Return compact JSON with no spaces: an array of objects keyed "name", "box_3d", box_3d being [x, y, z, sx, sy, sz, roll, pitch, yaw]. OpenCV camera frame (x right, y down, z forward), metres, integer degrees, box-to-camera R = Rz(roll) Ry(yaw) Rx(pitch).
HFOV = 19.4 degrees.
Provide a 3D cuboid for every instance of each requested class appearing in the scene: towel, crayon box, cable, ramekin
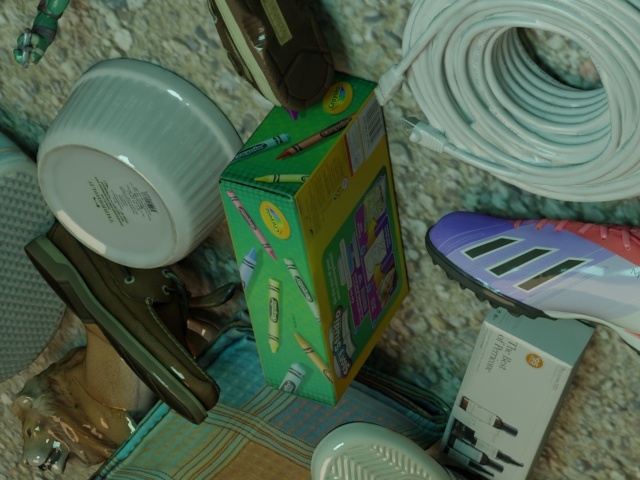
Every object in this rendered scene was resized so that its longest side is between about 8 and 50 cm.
[{"name":"towel","box_3d":[-0.064,0.235,2.039,0.271,0.040,0.370,26,132,-19]},{"name":"crayon box","box_3d":[0.000,0.000,1.752,0.081,0.165,0.278,15,139,25]},{"name":"cable","box_3d":[0.192,-0.141,1.515,0.257,0.089,0.257,31,142,5]},{"name":"ramekin","box_3d":[-0.185,-0.068,1.868,0.207,0.109,0.207,21,141,18]}]

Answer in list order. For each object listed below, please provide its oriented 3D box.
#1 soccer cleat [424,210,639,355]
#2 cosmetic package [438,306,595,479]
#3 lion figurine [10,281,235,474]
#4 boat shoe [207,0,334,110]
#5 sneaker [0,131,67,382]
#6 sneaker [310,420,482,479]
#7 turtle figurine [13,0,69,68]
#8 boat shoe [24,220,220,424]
[{"name":"soccer cleat","box_3d":[0.246,0.021,1.656,0.318,0.108,0.116,22,121,20]},{"name":"cosmetic package","box_3d":[0.190,0.152,1.860,0.099,0.060,0.239,26,142,11]},{"name":"lion figurine","box_3d":[-0.224,0.137,2.129,0.240,0.142,0.392,32,130,16]},{"name":"boat shoe","box_3d":[-0.071,-0.231,1.621,0.095,0.095,0.257,27,141,49]},{"name":"sneaker","box_3d":[-0.370,0.005,2.092,0.150,0.135,0.366,48,144,32]},{"name":"sneaker","box_3d":[0.099,0.272,1.954,0.131,0.148,0.350,-37,127,10]},{"name":"turtle figurine","box_3d":[-0.268,-0.251,1.727,0.234,0.118,0.175,21,129,42]},{"name":"boat shoe","box_3d":[-0.187,0.062,1.931,0.307,0.104,0.111,43,165,33]}]
